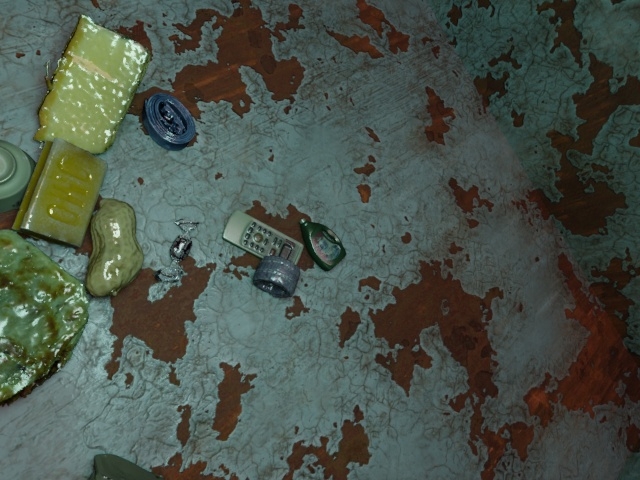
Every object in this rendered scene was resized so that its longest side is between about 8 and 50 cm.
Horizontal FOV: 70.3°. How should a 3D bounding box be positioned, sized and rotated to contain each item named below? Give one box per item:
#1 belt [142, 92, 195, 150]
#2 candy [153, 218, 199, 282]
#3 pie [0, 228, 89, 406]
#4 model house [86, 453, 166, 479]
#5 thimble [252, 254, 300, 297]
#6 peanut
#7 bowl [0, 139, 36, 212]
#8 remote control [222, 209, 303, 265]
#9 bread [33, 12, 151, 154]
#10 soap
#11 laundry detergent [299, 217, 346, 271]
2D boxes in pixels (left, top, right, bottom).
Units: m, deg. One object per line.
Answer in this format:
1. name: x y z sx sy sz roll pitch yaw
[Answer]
1. belt: -0.504 -0.396 1.505 0.141 0.082 0.190 -36 97 -34
2. candy: -0.455 0.029 1.449 0.094 0.051 0.226 25 68 -17
3. pie: -0.815 0.193 1.157 0.395 0.180 0.418 33 59 -15
4. model house: -0.544 0.702 1.209 0.229 0.122 0.188 32 71 -13
5. thimble: -0.147 0.122 1.532 0.150 0.150 0.097 30 61 -18
6. peanut: -0.598 0.026 1.331 0.159 0.143 0.291 33 50 -61
7. bowl: -0.893 -0.190 1.242 0.211 0.112 0.211 7 74 -24
8. remote control: -0.200 0.004 1.593 0.285 0.038 0.123 31 67 -18
9. bread: -0.673 -0.451 1.334 0.248 0.279 0.315 19 58 -30
10. soap: -0.733 -0.131 1.292 0.173 0.089 0.274 30 64 -49
11. laundry detergent: 0.000 0.000 1.686 0.137 0.063 0.211 -40 95 -31
